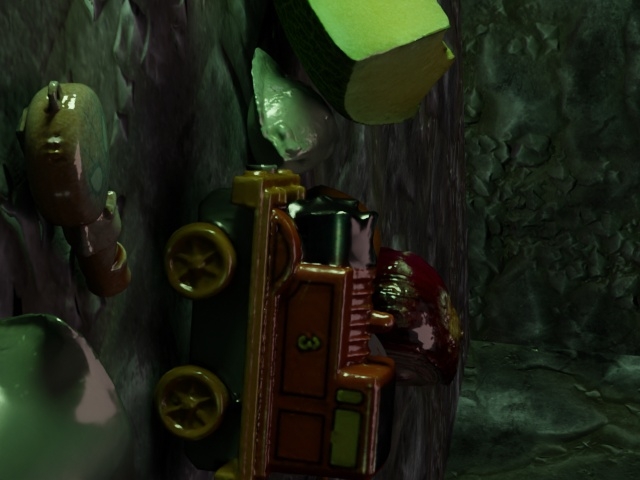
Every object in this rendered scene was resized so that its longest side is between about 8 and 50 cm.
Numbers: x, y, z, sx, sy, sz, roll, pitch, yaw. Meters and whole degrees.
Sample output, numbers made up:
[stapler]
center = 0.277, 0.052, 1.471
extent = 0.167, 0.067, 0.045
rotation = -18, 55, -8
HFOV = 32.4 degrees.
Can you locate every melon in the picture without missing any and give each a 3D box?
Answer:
[melon]
center = 0.034, -0.335, 1.314
extent = 0.343, 0.226, 0.331
rotation = 61, 21, 14

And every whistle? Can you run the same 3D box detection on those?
[whistle]
center = -0.187, -0.036, 0.851
extent = 0.220, 0.057, 0.107
rotation = 84, 3, -50

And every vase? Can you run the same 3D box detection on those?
[vase]
center = -0.238, 0.201, 0.580
extent = 0.251, 0.156, 0.301
rotation = -64, 173, 34

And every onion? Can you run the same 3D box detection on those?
[onion]
center = 0.107, 0.108, 1.731
extent = 0.207, 0.216, 0.206
rotation = 60, 33, -53

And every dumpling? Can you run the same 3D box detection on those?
[dumpling]
center = -0.031, -0.149, 1.313
extent = 0.216, 0.105, 0.149
rotation = -8, 105, -73

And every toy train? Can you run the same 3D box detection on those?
[toy train]
center = -0.036, 0.109, 1.122
extent = 0.163, 0.231, 0.369
rotation = -20, 115, -78

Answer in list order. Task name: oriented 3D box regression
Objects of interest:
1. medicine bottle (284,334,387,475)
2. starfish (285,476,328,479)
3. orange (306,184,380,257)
[medicine bottle]
center = 0.002, 0.186, 1.436
extent = 0.288, 0.157, 0.157
rotation = -32, 125, -72
[starfish]
center = -0.013, 0.472, 1.614
extent = 0.293, 0.084, 0.301
rotation = 1, 89, -74
[orange]
center = 0.000, 0.000, 1.411
extent = 0.134, 0.156, 0.156
rotation = 69, 21, -12
